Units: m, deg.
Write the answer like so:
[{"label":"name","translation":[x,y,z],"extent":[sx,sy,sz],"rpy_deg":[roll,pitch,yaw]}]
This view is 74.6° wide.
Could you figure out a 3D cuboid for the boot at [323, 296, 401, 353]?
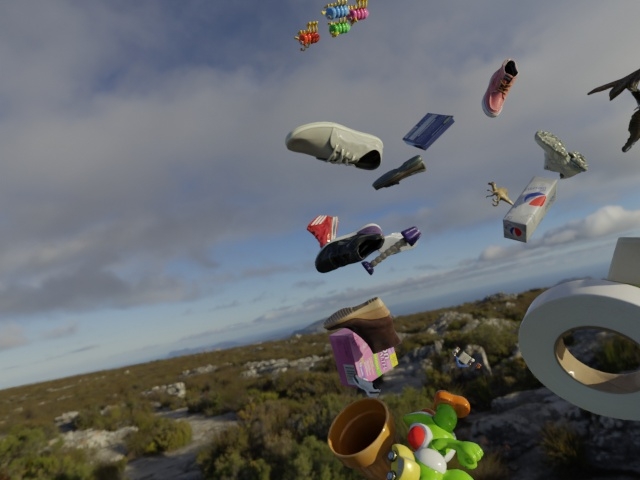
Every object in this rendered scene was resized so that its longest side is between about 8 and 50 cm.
[{"label":"boot","translation":[0.156,0.341,1.560],"extent":[0.248,0.207,0.090],"rpy_deg":[-23,13,7]}]

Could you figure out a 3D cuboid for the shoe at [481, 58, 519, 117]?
[{"label":"shoe","translation":[0.536,-0.457,1.252],"extent":[0.063,0.178,0.081],"rpy_deg":[22,-22,-1]}]

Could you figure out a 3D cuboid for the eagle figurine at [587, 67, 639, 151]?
[{"label":"eagle figurine","translation":[1.041,-0.418,1.311],"extent":[0.225,0.298,0.226],"rpy_deg":[-50,22,-3]}]

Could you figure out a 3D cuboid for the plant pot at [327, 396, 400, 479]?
[{"label":"plant pot","translation":[0.156,0.614,1.254],"extent":[0.205,0.188,0.205],"rpy_deg":[-31,16,10]}]

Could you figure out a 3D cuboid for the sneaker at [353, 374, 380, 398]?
[{"label":"sneaker","translation":[0.156,0.482,1.403],"extent":[0.109,0.044,0.040],"rpy_deg":[35,11,30]}]

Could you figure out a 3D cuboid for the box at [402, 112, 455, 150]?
[{"label":"box","translation":[0.379,-0.381,1.465],"extent":[0.136,0.036,0.225],"rpy_deg":[-45,18,8]}]

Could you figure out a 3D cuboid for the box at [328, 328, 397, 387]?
[{"label":"box","translation":[0.181,0.455,1.740],"extent":[0.243,0.214,0.117],"rpy_deg":[-15,1,-42]}]

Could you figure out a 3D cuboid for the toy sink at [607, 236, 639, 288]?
[{"label":"toy sink","translation":[0.859,0.076,1.014],"extent":[0.152,0.131,0.234],"rpy_deg":[16,0,-6]}]

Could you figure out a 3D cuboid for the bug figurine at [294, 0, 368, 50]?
[{"label":"bug figurine","translation":[0.045,-0.725,1.399],"extent":[0.216,0.072,0.279],"rpy_deg":[-26,12,-26]}]

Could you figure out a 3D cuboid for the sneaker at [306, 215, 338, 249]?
[{"label":"sneaker","translation":[0.000,0.000,1.761],"extent":[0.128,0.221,0.087],"rpy_deg":[9,-17,4]}]

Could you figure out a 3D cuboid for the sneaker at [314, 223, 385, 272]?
[{"label":"sneaker","translation":[0.101,0.040,1.522],"extent":[0.283,0.107,0.124],"rpy_deg":[-32,19,10]}]

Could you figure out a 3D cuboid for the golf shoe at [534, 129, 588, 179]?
[{"label":"golf shoe","translation":[0.627,-0.222,1.129],"extent":[0.176,0.069,0.086],"rpy_deg":[32,-40,-12]}]

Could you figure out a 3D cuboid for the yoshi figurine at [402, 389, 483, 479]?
[{"label":"yoshi figurine","translation":[0.328,0.572,1.088],"extent":[0.203,0.204,0.362],"rpy_deg":[-16,10,26]}]

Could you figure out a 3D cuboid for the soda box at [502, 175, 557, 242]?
[{"label":"soda box","translation":[0.810,-0.124,1.618],"extent":[0.091,0.098,0.286],"rpy_deg":[21,55,42]}]

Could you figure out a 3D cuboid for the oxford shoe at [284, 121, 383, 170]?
[{"label":"oxford shoe","translation":[0.075,-0.369,1.694],"extent":[0.449,0.130,0.169],"rpy_deg":[3,-30,-29]}]

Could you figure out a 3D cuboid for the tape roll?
[{"label":"tape roll","translation":[0.706,0.277,1.046],"extent":[0.072,0.392,0.392],"rpy_deg":[-38,10,-39]}]

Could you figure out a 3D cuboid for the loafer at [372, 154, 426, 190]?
[{"label":"loafer","translation":[0.375,-0.301,1.992],"extent":[0.267,0.084,0.096],"rpy_deg":[-30,22,23]}]

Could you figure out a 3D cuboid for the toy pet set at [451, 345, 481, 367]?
[{"label":"toy pet set","translation":[0.607,0.512,1.771],"extent":[0.065,0.122,0.114],"rpy_deg":[-53,-22,0]}]

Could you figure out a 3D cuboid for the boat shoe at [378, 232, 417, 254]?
[{"label":"boat shoe","translation":[0.339,0.012,1.956],"extent":[0.258,0.095,0.084],"rpy_deg":[0,15,-38]}]

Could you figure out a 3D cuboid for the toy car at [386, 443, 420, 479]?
[{"label":"toy car","translation":[0.158,0.555,0.845],"extent":[0.225,0.239,0.053],"rpy_deg":[4,-32,-43]}]

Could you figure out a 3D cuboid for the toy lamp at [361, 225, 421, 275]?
[{"label":"toy lamp","translation":[0.301,0.040,1.760],"extent":[0.274,0.080,0.080],"rpy_deg":[-39,-14,8]}]

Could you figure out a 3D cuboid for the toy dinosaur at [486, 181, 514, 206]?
[{"label":"toy dinosaur","translation":[0.855,-0.207,1.994],"extent":[0.092,0.183,0.053],"rpy_deg":[-39,-16,-6]}]
